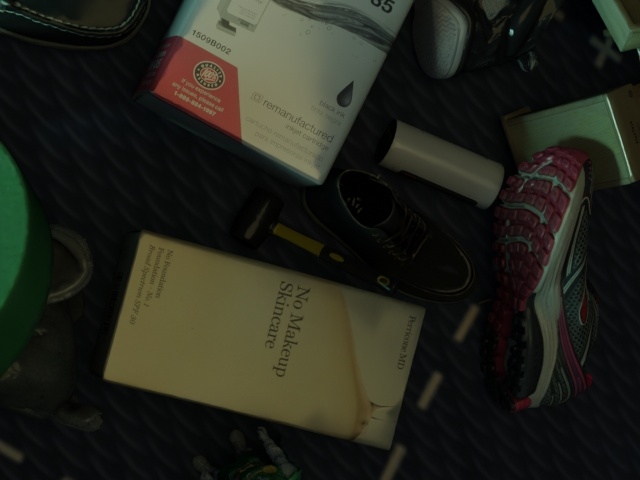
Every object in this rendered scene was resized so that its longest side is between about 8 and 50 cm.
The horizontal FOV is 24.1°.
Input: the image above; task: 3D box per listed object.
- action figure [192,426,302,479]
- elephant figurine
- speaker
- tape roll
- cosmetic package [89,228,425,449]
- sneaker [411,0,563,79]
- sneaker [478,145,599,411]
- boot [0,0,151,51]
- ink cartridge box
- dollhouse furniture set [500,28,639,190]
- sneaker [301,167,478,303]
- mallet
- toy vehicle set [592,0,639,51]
[{"bbox_3d":[-0.072,0.233,1.483,0.137,0.232,0.063,-36,99,-13],"label":"action figure"},{"bbox_3d":[-0.295,0.041,1.471,0.186,0.169,0.239,37,62,-41],"label":"elephant figurine"},{"bbox_3d":[0.129,-0.083,1.630,0.136,0.055,0.055,22,84,-15],"label":"speaker"},{"bbox_3d":[-0.410,0.023,1.377,0.321,0.077,0.321,-4,61,8],"label":"tape roll"},{"bbox_3d":[-0.066,0.102,1.547,0.309,0.113,0.160,15,86,-15],"label":"cosmetic package"},{"bbox_3d":[0.182,-0.309,1.624,0.153,0.101,0.269,-1,96,-16],"label":"sneaker"},{"bbox_3d":[0.250,0.039,1.621,0.112,0.121,0.299,-4,116,-22],"label":"sneaker"},{"bbox_3d":[-0.319,-0.302,1.383,0.377,0.284,0.138,30,83,-13],"label":"boot"},{"bbox_3d":[-0.037,-0.224,1.550,0.207,0.117,0.283,28,83,-14],"label":"ink cartridge box"},{"bbox_3d":[0.349,-0.134,1.673,0.242,0.161,0.212,-23,97,-37],"label":"dollhouse furniture set"},{"bbox_3d":[0.085,0.001,1.585,0.222,0.118,0.083,32,82,-14],"label":"sneaker"},{"bbox_3d":[0.000,0.000,1.564,0.189,0.039,0.062,19,78,14],"label":"mallet"},{"bbox_3d":[0.347,-0.334,1.629,0.166,0.035,0.267,-14,62,-15],"label":"toy vehicle set"}]
